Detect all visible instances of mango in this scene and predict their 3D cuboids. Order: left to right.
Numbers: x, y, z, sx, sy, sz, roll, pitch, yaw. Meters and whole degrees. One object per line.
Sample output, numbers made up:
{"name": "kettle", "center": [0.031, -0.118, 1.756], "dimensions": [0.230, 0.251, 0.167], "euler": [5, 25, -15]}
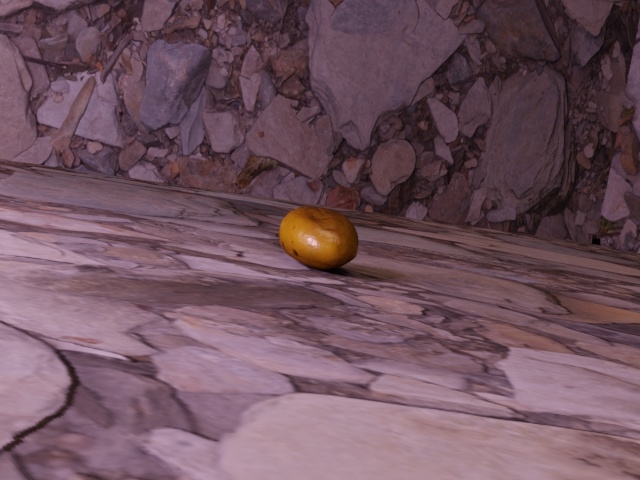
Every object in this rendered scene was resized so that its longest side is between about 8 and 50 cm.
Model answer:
{"name": "mango", "center": [0.000, 0.000, 0.954], "dimensions": [0.078, 0.057, 0.114], "euler": [13, 11, -16]}
